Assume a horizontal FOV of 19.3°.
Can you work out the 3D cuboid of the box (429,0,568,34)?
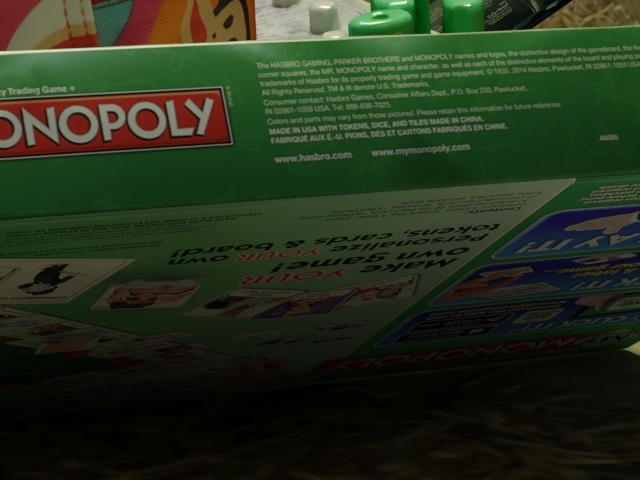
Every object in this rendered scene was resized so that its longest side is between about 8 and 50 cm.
[{"bbox_3d":[0.052,-0.109,1.173,0.220,0.051,0.175,-34,0,21],"label":"box"}]

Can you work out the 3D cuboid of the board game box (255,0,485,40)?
[{"bbox_3d":[-0.179,-0.090,0.867,0.390,0.050,0.390,-21,31,-27],"label":"board game box"}]

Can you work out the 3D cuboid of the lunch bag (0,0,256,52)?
[{"bbox_3d":[-0.174,-0.083,0.686,0.293,0.120,0.258,-9,25,-8],"label":"lunch bag"}]

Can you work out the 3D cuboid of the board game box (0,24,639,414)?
[{"bbox_3d":[0.000,0.000,0.565,0.317,0.046,0.213,-5,-16,-22],"label":"board game box"}]
